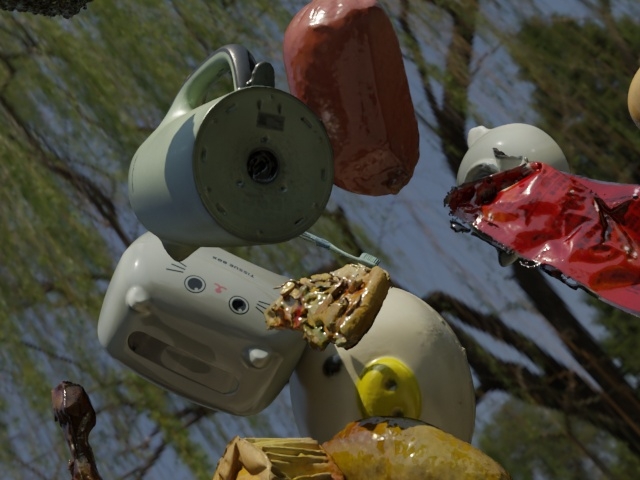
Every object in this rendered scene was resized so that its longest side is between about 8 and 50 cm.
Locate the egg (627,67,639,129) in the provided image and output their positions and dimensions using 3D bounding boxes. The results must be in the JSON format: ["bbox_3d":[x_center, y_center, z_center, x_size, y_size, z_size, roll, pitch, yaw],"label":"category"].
[{"bbox_3d":[0.549,-0.201,1.576,0.245,0.201,0.201,-3,-36,10],"label":"egg"}]

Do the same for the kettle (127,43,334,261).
[{"bbox_3d":[-0.110,-0.099,1.291,0.165,0.255,0.240,5,-95,-26],"label":"kettle"}]

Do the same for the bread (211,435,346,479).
[{"bbox_3d":[-0.062,0.393,1.469,0.156,0.204,0.288,11,-86,-32],"label":"bread"}]

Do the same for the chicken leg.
[{"bbox_3d":[-0.323,0.343,1.598,0.093,0.304,0.113,-12,-13,-8],"label":"chicken leg"}]

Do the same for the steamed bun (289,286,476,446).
[{"bbox_3d":[0.105,0.268,2.009,0.334,0.373,0.334,-13,-5,-1],"label":"steamed bun"}]

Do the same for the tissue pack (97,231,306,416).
[{"bbox_3d":[-0.193,0.140,1.876,0.236,0.333,0.229,-68,4,-63],"label":"tissue pack"}]

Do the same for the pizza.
[{"bbox_3d":[0.005,0.080,1.594,0.147,0.226,0.069,-48,-61,-15],"label":"pizza"}]

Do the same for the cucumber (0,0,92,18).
[{"bbox_3d":[-0.309,-0.263,1.052,0.096,0.096,0.359,-48,-4,12],"label":"cucumber"}]

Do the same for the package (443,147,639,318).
[{"bbox_3d":[0.278,-0.023,1.240,0.194,0.269,0.071,-47,-35,-30],"label":"package"}]

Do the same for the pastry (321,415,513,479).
[{"bbox_3d":[0.131,0.391,1.556,0.164,0.356,0.356,-32,-28,-52],"label":"pastry"}]

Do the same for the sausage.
[{"bbox_3d":[0.033,-0.174,1.350,0.148,0.148,0.254,-16,-73,-29],"label":"sausage"}]

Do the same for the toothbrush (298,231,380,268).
[{"bbox_3d":[0.000,0.000,1.853,0.019,0.220,0.016,-54,-28,-27],"label":"toothbrush"}]

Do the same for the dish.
[{"bbox_3d":[0.274,-0.066,1.765,0.086,0.236,0.227,-7,-59,-42],"label":"dish"}]
